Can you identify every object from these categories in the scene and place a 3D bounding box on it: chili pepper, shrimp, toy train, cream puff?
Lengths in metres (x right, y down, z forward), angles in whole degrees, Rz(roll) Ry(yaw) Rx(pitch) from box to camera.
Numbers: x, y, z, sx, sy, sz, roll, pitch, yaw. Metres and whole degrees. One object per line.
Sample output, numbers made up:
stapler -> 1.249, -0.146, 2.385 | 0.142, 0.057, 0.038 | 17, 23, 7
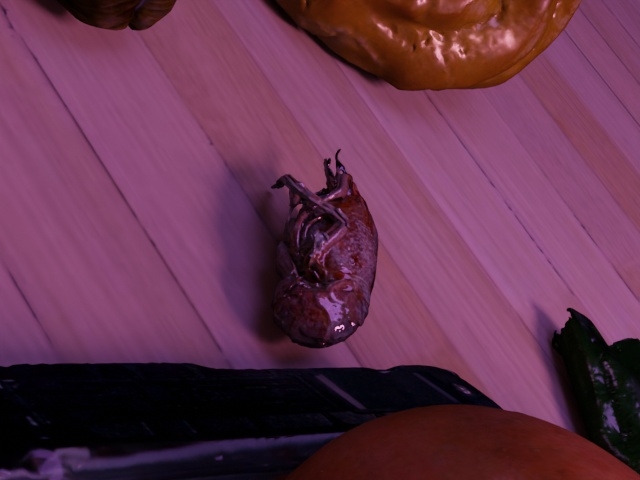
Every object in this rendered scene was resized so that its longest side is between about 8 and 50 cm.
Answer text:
chili pepper -> 0.245, 0.145, 0.888 | 0.098, 0.061, 0.224 | 12, 48, -33
shrimp -> 0.001, 0.000, 0.761 | 0.073, 0.074, 0.190 | 17, 45, -9
toy train -> -0.055, 0.111, 0.551 | 0.409, 0.089, 0.086 | 5, 25, -46
cream puff -> 0.100, -0.302, 1.032 | 0.324, 0.257, 0.291 | 51, 29, 7

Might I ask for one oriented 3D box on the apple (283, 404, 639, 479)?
apple -> 0.065, 0.191, 0.471 | 0.254, 0.253, 0.253 | 30, 36, -25

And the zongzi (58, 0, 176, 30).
zongzi -> -0.236, -0.281, 0.752 | 0.300, 0.138, 0.286 | 4, 59, -30
